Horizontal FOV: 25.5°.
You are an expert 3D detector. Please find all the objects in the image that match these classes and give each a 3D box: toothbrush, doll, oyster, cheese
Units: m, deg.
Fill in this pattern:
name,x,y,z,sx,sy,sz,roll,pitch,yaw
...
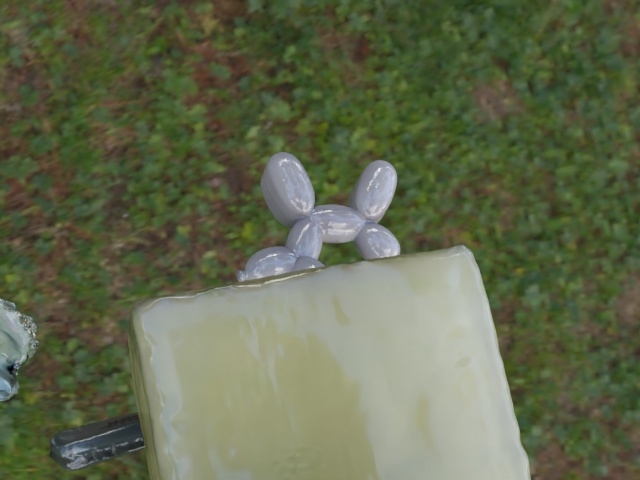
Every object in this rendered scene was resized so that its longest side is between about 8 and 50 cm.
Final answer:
name,x,y,z,sx,sy,sz,roll,pitch,yaw
toothbrush,-0.050,0.113,1.018,0.297,0.030,0.030,-14,134,-20
doll,0.000,0.000,1.263,0.161,0.059,0.160,3,62,-18
oyster,-0.415,0.118,1.699,0.252,0.087,0.199,-42,134,-69
cheese,0.012,0.155,0.935,0.242,0.124,0.265,-10,79,-13
